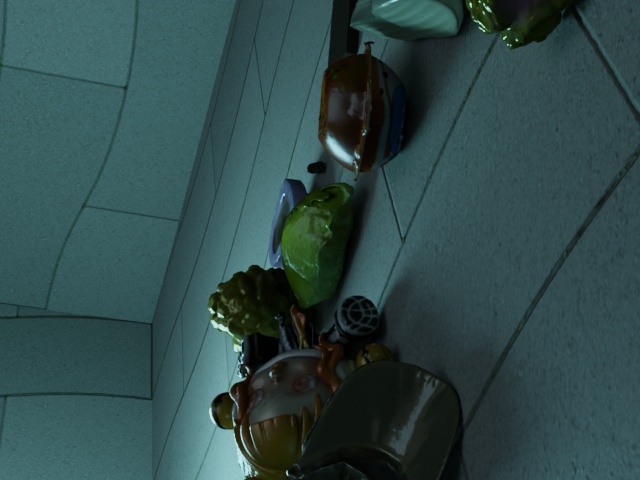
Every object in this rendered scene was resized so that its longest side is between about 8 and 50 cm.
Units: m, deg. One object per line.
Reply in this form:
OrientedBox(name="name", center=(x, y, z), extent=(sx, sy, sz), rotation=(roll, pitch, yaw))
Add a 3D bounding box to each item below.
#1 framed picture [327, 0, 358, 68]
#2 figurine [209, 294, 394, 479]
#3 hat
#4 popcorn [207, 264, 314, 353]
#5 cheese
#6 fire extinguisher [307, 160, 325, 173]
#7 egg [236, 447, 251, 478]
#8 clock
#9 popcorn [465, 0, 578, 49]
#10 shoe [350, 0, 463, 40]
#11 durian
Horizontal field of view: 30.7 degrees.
OrientedBox(name="framed picture", center=(0.046, -0.409, 2.232), extent=(0.128, 0.023, 0.168), rotation=(137, 140, -68))
OrientedBox(name="figurine", center=(-0.018, 0.255, 1.750), extent=(0.320, 0.196, 0.323), rotation=(-21, 38, 27))
OrientedBox(name="hat", center=(0.095, 0.296, 1.502), extent=(0.214, 0.149, 0.244), rotation=(26, 70, 38))
OrientedBox(name="popcorn", center=(-0.107, 0.144, 2.147), extent=(0.169, 0.189, 0.218), rotation=(-36, -5, 28))
OrientedBox(name="cheese", center=(0.061, -0.201, 1.862), extent=(0.329, 0.129, 0.217), rotation=(163, 112, -87))
OrientedBox(name="fire extinguisher", center=(-0.008, -0.144, 2.288), extent=(0.028, 0.022, 0.083), rotation=(-44, 10, -10))
OrientedBox(name="egg", center=(-0.056, 0.335, 1.909), extent=(0.164, 0.164, 0.201), rotation=(123, 157, -57))
OrientedBox(name="clock", center=(-0.049, -0.038, 2.288), extent=(0.198, 0.064, 0.172), rotation=(138, 139, -67))
OrientedBox(name="popcorn", center=(0.225, -0.288, 1.296), extent=(0.145, 0.126, 0.126), rotation=(87, 169, -51))
OrientedBox(name="shoe", center=(0.136, -0.385, 1.692), extent=(0.363, 0.132, 0.160), rotation=(-154, 78, -79))
OrientedBox(name="durian", center=(0.000, 0.000, 2.032), extent=(0.139, 0.101, 0.250), rotation=(31, 117, 36))
